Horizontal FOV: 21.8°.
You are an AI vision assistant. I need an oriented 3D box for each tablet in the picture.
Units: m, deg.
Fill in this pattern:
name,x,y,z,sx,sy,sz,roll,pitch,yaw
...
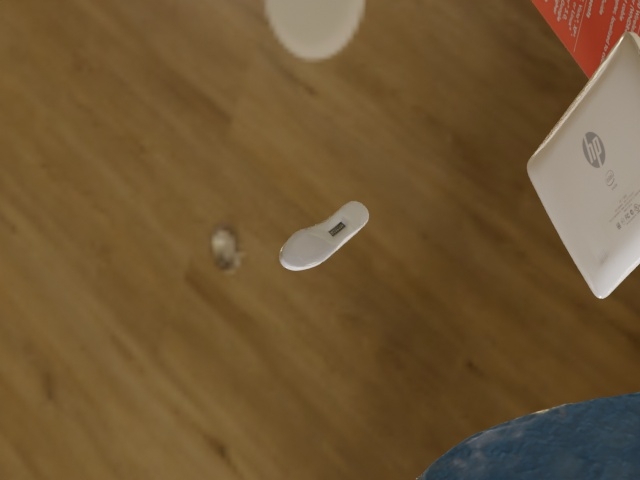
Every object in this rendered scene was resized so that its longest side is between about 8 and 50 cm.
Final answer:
name,x,y,z,sx,sy,sz,roll,pitch,yaw
tablet,0.091,-0.022,0.517,0.054,0.006,0.083,64,-27,19

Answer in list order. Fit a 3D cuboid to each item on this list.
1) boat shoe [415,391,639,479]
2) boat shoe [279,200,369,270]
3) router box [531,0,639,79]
name,x,y,z,sx,sy,sz,roll,pitch,yaw
boat shoe,0.149,0.074,0.418,0.109,0.258,0.089,-86,169,-48
boat shoe,0.000,0.000,1.490,0.035,0.100,0.035,49,-31,6
router box,0.253,-0.182,0.822,0.082,0.335,0.301,97,-26,-44
